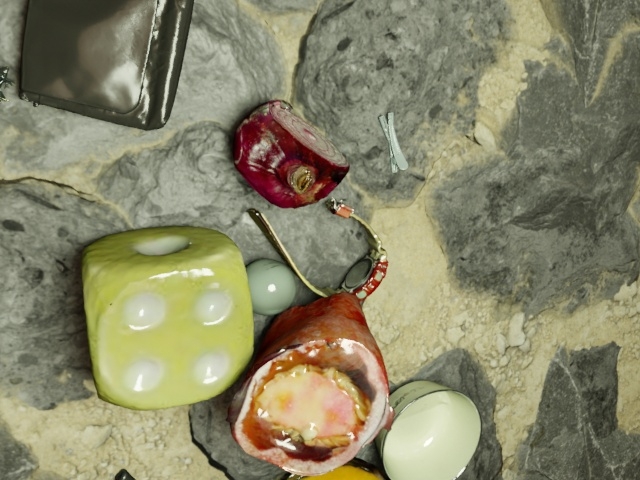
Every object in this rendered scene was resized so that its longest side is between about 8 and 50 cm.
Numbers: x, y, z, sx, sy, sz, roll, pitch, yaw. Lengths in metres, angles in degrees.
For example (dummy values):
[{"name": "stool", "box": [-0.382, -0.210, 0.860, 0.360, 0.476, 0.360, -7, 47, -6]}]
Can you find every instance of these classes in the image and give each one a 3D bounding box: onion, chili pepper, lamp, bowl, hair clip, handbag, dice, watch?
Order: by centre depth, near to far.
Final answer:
[{"name": "handbag", "box": [-0.318, -0.303, 0.872, 0.223, 0.080, 0.247, 11, 102, -17]}, {"name": "dice", "box": [-0.247, 0.115, 0.927, 0.238, 0.227, 0.233, -8, 108, -21]}, {"name": "onion", "box": [-0.052, -0.119, 0.946, 0.140, 0.218, 0.195, -41, 122, 15]}, {"name": "chili pepper", "box": [-0.018, 0.209, 0.987, 0.229, 0.305, 0.251, 29, 107, -12]}, {"name": "lamp", "box": [-0.096, 0.084, 1.045, 0.105, 0.105, 0.105, -6, 106, -20]}, {"name": "watch", "box": [0.009, 0.001, 1.076, 0.165, 0.102, 0.268, -40, 109, -4]}, {"name": "hair clip", "box": [0.142, -0.186, 1.105, 0.030, 0.039, 0.115, -26, 110, -19]}, {"name": "bowl", "box": [0.212, 0.399, 1.237, 0.237, 0.126, 0.238, -6, 106, -20]}]

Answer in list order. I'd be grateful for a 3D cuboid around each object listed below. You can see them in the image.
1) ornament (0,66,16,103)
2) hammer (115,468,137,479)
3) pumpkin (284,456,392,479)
[{"name": "ornament", "box": [-0.497, -0.253, 0.837, 0.073, 0.028, 0.125, -32, 111, -12]}, {"name": "hammer", "box": [-0.288, 0.534, 1.126, 0.111, 0.033, 0.288, -44, 115, -5]}, {"name": "pumpkin", "box": [0.050, 0.578, 1.139, 0.256, 0.303, 0.225, -53, 142, -43]}]
